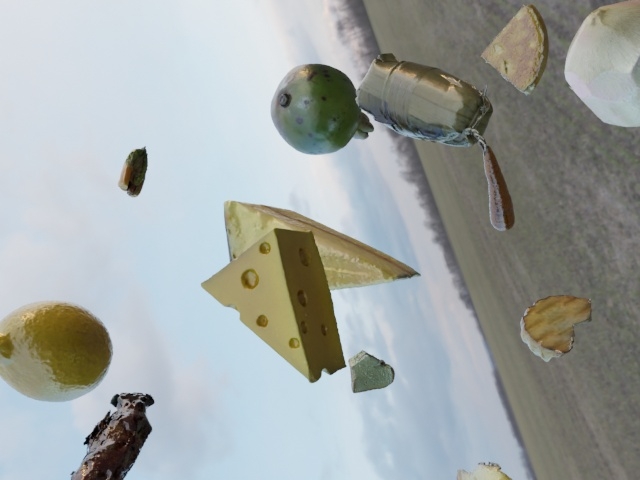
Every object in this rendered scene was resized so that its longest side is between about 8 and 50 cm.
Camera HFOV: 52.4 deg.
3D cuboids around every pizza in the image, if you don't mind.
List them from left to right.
[{"bbox_3d":[0.397,-0.385,1.314,0.046,0.134,0.174,-3,-75,-51],"label":"pizza"}]

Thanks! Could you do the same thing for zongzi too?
[{"bbox_3d":[0.158,-0.139,0.761,0.189,0.081,0.178,31,-172,38],"label":"zongzi"}]

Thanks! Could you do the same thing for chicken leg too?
[{"bbox_3d":[-0.253,0.263,0.737,0.063,0.105,0.233,37,-151,-11],"label":"chicken leg"}]

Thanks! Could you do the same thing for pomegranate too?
[{"bbox_3d":[0.010,-0.271,1.386,0.248,0.202,0.202,12,-126,-43],"label":"pomegranate"}]

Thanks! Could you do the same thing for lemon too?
[{"bbox_3d":[-0.478,0.197,1.168,0.244,0.187,0.186,25,-136,-49],"label":"lemon"}]

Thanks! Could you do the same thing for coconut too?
[{"bbox_3d":[0.426,-0.249,0.892,0.183,0.171,0.170,32,-146,-35],"label":"coconut"}]

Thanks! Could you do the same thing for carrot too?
[{"bbox_3d":[0.341,-0.099,1.257,0.048,0.048,0.216,-96,-14,-50],"label":"carrot"}]

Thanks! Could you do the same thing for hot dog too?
[{"bbox_3d":[-0.364,-0.140,1.286,0.056,0.041,0.133,43,-145,-38],"label":"hot dog"}]

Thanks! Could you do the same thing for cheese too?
[{"bbox_3d":[-0.036,0.088,0.771,0.171,0.126,0.093,58,-159,14],"label":"cheese"}]

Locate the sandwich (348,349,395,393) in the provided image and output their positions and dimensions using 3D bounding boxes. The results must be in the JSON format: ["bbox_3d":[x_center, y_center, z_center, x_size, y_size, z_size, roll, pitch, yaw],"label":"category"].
[{"bbox_3d":[0.117,0.295,1.477,0.035,0.105,0.093,-118,25,-74],"label":"sandwich"}]

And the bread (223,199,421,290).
[{"bbox_3d":[0.004,0.001,1.001,0.168,0.264,0.163,1,-100,-70],"label":"bread"}]

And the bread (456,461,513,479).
[{"bbox_3d":[0.247,0.352,0.788,0.240,0.136,0.178,106,149,-63],"label":"bread"}]

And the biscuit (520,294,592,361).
[{"bbox_3d":[0.449,0.167,1.250,0.183,0.118,0.061,-40,-49,-39],"label":"biscuit"}]
